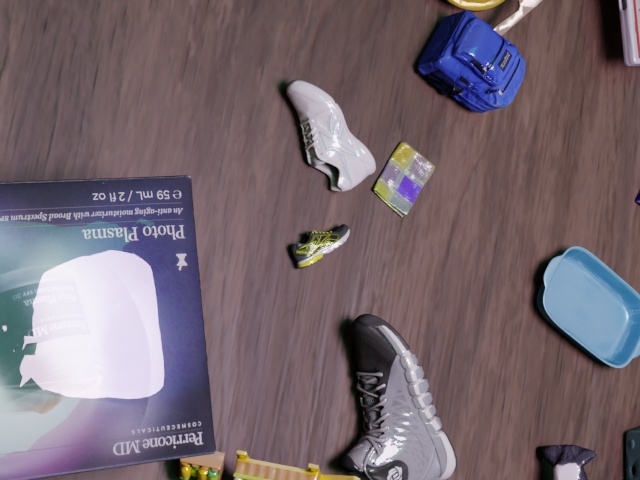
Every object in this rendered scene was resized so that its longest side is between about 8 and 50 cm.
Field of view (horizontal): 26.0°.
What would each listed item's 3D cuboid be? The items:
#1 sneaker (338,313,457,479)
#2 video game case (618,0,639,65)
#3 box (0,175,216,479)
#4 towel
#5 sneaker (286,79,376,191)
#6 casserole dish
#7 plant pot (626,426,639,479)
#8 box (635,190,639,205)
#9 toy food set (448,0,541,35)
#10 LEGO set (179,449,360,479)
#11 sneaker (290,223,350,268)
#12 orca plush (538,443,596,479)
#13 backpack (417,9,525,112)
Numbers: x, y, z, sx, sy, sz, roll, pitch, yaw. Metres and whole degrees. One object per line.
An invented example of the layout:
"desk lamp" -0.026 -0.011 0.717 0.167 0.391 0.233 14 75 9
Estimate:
"sneaker" 0.066 0.211 1.645 0.132 0.086 0.229 -31 99 -25
"video game case" 0.488 -0.382 1.900 0.204 0.025 0.285 -4 88 -27
"box" -0.281 0.091 1.420 0.296 0.182 0.294 -4 87 -28
"towel" 0.105 -0.078 1.742 0.060 0.009 0.083 41 67 -19
"sneaker" 0.004 -0.126 1.670 0.061 0.053 0.152 -43 104 -23
"casserole dish" 0.357 0.090 1.841 0.188 0.037 0.114 38 68 -20
"plant pot" 0.533 0.306 1.841 0.234 0.165 0.166 5 81 -19
"box" 0.527 -0.078 1.932 0.126 0.072 0.137 36 69 -19
"toy food set" 0.190 -0.367 1.798 0.218 0.071 0.128 42 91 -15
"LEGO set" -0.025 0.313 1.550 0.287 0.132 0.107 22 67 -25
"sneaker" 0.000 0.000 1.664 0.083 0.031 0.035 -36 100 -27
"orca plush" 0.291 0.406 1.759 0.151 0.102 0.287 -5 70 16
"backpack" 0.201 -0.220 1.762 0.120 0.101 0.098 38 75 -23
